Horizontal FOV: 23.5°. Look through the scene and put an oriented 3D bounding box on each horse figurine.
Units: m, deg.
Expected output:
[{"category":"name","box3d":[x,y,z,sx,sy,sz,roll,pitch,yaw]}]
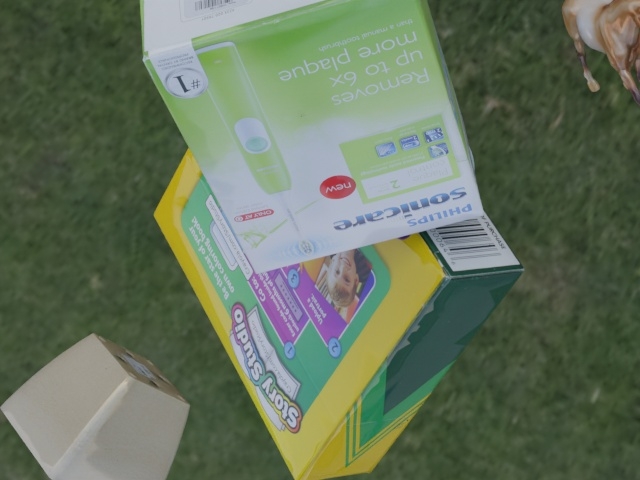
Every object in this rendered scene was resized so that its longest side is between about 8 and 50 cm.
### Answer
[{"category":"horse figurine","box3d":[0.337,-0.231,1.776,0.066,0.263,0.174,-25,118,-1]}]

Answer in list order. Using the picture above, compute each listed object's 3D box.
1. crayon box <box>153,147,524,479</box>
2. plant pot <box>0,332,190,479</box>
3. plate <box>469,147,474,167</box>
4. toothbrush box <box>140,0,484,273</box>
[{"category":"crayon box","box3d":[0.000,0.000,1.510,0.363,0.106,0.313,59,136,30]},{"category":"plant pot","box3d":[-0.170,0.141,1.235,0.109,0.096,0.109,34,-175,-43]},{"category":"plate","box3d":[0.084,-0.112,1.697,0.188,0.024,0.188,31,155,16]},{"category":"toothbrush box","box3d":[-0.002,-0.120,1.231,0.206,0.122,0.283,-14,143,7]}]
